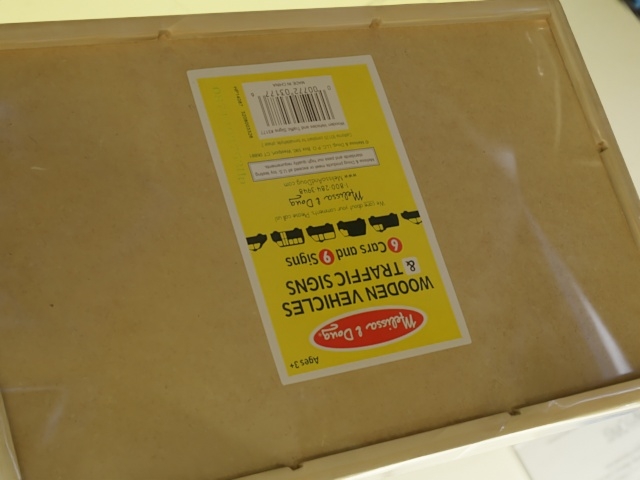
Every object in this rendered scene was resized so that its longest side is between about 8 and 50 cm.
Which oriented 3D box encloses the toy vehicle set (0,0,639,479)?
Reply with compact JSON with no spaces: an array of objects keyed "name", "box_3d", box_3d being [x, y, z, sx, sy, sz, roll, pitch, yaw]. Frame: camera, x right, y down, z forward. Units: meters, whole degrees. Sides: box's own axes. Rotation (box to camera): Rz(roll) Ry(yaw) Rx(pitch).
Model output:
[{"name":"toy vehicle set","box_3d":[0.000,0.000,0.441,0.266,0.166,0.035,-8,162,-29]}]
